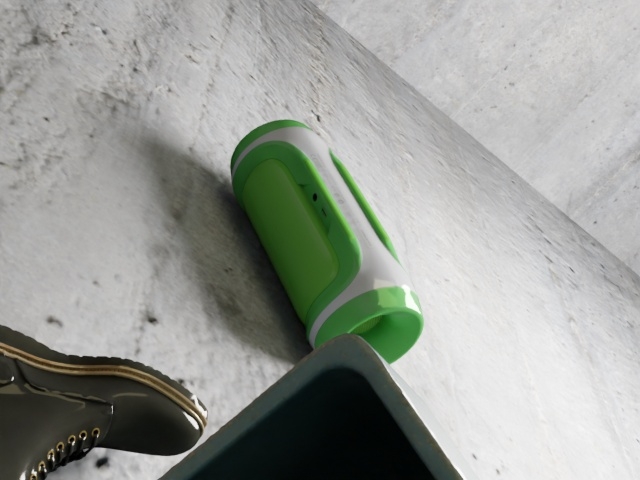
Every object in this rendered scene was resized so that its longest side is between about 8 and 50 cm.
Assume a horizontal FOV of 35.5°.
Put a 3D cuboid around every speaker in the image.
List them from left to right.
[{"bbox_3d":[0.000,0.000,1.095,0.131,0.131,0.297,21,31,-45],"label":"speaker"}]

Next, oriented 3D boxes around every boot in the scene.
[{"bbox_3d":[-0.166,0.139,0.637,0.197,0.077,0.137,18,35,-23],"label":"boot"}]

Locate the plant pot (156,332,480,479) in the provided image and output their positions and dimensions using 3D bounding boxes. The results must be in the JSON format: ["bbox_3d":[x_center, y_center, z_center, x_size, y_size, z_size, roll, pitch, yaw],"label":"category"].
[{"bbox_3d":[0.030,0.240,0.570,0.247,0.248,0.252,54,8,25],"label":"plant pot"}]
